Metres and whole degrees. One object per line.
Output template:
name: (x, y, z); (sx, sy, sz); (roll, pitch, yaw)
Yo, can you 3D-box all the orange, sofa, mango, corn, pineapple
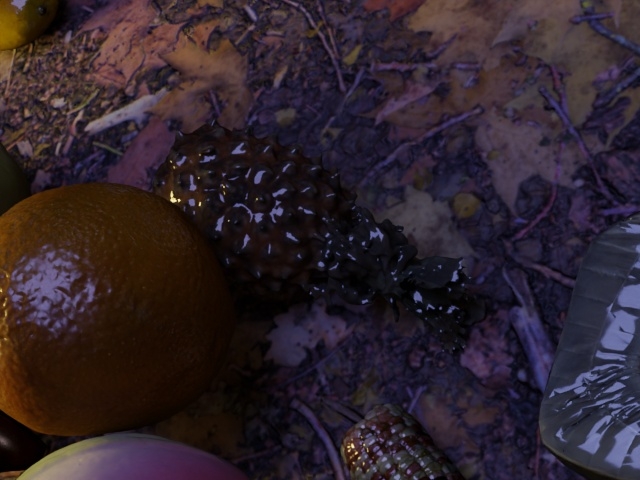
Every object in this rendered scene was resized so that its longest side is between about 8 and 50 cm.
orange: (-0.206, 0.067, 1.507); (0.264, 0.264, 0.264); (-10, 65, 22)
sofa: (0.310, 0.118, 1.368); (0.176, 0.210, 0.225); (10, 73, 30)
mango: (-0.389, -0.281, 1.952); (0.161, 0.076, 0.103); (-8, 70, 26)
corn: (0.111, 0.257, 1.477); (0.086, 0.086, 0.253); (-43, 60, 3)
pineapple: (0.000, 0.000, 1.611); (0.361, 0.175, 0.175); (24, 80, 19)

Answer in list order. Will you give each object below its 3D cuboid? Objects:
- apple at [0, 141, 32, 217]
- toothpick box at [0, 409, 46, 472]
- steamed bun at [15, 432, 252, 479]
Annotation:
apple: (-0.461, -0.025, 1.762); (0.279, 0.279, 0.279); (-10, 65, 22)
toothpick box: (-0.316, 0.106, 1.692); (0.192, 0.192, 0.294); (34, 79, 32)
steamed bun: (-0.148, 0.309, 1.427); (0.309, 0.309, 0.309); (-10, 65, 22)
